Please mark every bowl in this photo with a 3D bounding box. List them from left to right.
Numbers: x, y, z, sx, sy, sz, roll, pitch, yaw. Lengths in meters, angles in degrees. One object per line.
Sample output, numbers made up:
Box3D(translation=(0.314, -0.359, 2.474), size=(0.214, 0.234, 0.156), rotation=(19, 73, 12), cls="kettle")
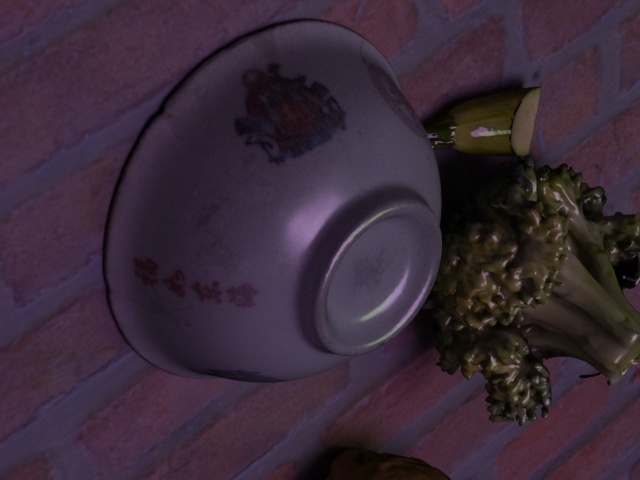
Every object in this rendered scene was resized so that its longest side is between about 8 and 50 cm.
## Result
Box3D(translation=(0.000, 0.000, 1.727), size=(0.435, 0.196, 0.435), rotation=(-25, 131, -33), cls="bowl")

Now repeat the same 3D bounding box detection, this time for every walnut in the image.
Box3D(translation=(0.090, 0.382, 2.073), size=(0.224, 0.257, 0.257), rotation=(-30, 145, 18), cls="walnut")

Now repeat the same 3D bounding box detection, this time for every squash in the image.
Box3D(translation=(0.201, -0.134, 1.944), size=(0.200, 0.075, 0.090), rotation=(-13, 133, -41), cls="squash")

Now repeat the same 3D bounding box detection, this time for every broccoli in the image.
Box3D(translation=(0.288, 0.051, 1.986), size=(0.293, 0.281, 0.348), rotation=(-36, 151, -17), cls="broccoli")
